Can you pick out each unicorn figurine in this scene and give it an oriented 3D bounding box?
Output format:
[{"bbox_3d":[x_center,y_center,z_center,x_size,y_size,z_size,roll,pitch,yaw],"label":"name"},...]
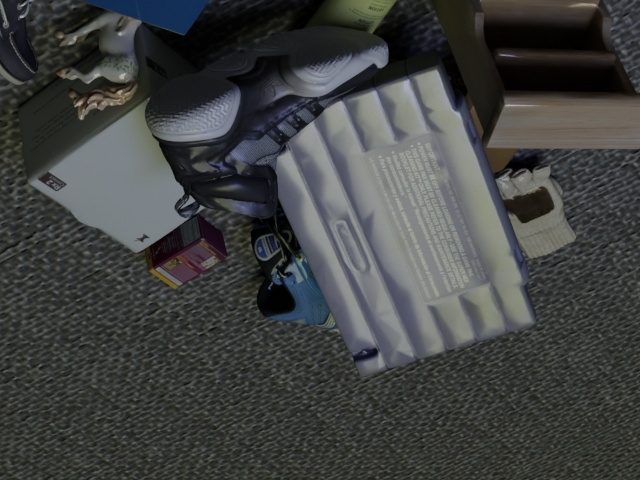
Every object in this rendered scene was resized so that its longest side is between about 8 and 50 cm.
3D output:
[{"bbox_3d":[-0.214,-0.207,1.585,0.111,0.161,0.060,-15,172,18],"label":"unicorn figurine"}]

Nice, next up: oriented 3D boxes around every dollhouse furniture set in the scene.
[{"bbox_3d":[0.254,-0.312,1.489,0.362,0.256,0.394,-1,139,-18],"label":"dollhouse furniture set"}]

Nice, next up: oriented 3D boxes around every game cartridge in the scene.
[{"bbox_3d":[0.089,-0.024,1.752,0.230,0.068,0.355,-20,119,7],"label":"game cartridge"}]

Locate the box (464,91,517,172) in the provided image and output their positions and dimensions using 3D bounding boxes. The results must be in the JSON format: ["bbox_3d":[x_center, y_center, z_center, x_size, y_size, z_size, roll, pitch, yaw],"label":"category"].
[{"bbox_3d":[0.196,-0.131,1.806,0.164,0.021,0.201,-18,155,-37],"label":"box"}]

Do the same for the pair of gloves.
[{"bbox_3d":[0.202,-0.008,2.004,0.240,0.042,0.204,-20,141,6],"label":"pair of gloves"}]

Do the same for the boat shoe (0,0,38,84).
[{"bbox_3d":[-0.309,-0.235,1.532,0.065,0.075,0.206,-15,137,4],"label":"boat shoe"}]

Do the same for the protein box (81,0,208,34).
[{"bbox_3d":[-0.172,-0.325,1.421,0.201,0.136,0.200,15,132,-32],"label":"protein box"}]

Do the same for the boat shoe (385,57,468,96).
[{"bbox_3d":[0.124,-0.161,1.771,0.207,0.073,0.073,-3,136,-18],"label":"boat shoe"}]

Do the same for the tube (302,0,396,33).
[{"bbox_3d":[0.018,-0.221,1.677,0.070,0.062,0.240,38,130,-4],"label":"tube"}]

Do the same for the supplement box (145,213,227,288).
[{"bbox_3d":[-0.164,0.014,1.901,0.083,0.043,0.055,-30,139,17],"label":"supplement box"}]

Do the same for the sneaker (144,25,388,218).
[{"bbox_3d":[-0.047,-0.117,1.607,0.269,0.101,0.153,-23,127,-21],"label":"sneaker"}]

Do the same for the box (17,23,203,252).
[{"bbox_3d":[-0.198,-0.108,1.686,0.182,0.119,0.181,-33,139,19],"label":"box"}]

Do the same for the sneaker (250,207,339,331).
[{"bbox_3d":[0.000,0.000,1.875,0.147,0.129,0.330,-2,139,-20],"label":"sneaker"}]
